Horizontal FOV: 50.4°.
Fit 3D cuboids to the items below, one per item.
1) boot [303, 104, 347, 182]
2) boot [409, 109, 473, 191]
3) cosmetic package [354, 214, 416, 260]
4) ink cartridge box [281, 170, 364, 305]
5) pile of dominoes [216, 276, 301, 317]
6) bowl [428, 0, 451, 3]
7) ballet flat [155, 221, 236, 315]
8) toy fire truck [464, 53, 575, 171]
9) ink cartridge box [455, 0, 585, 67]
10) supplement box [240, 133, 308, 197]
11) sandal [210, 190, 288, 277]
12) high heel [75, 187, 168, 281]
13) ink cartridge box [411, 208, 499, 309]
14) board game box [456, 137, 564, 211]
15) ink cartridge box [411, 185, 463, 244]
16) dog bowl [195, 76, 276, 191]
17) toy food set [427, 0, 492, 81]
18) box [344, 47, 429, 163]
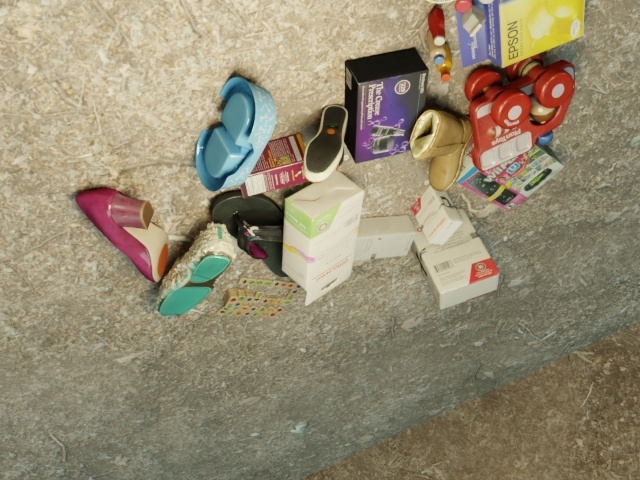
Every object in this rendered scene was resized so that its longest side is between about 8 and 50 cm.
[{"bbox_3d":[0.016,-0.197,1.716,0.088,0.244,0.176,13,142,8],"label":"boot"},{"bbox_3d":[0.305,-0.234,1.810,0.269,0.089,0.236,-15,126,-57],"label":"boot"},{"bbox_3d":[0.173,-0.007,2.131,0.230,0.086,0.117,-5,140,-18],"label":"cosmetic package"},{"bbox_3d":[0.000,0.000,1.954,0.207,0.119,0.354,-31,145,-32],"label":"ink cartridge box"},{"bbox_3d":[-0.200,0.205,2.246,0.251,0.040,0.196,7,134,-31],"label":"pile of dominoes"},{"bbox_3d":[0.265,-0.606,1.458,0.170,0.080,0.170,-12,141,-10],"label":"bowl"},{"bbox_3d":[-0.355,0.080,1.939,0.146,0.147,0.409,10,145,-34],"label":"ballet flat"},{"bbox_3d":[0.526,-0.337,1.786,0.302,0.169,0.254,-25,133,-6],"label":"toy fire truck"},{"bbox_3d":[0.478,-0.565,1.619,0.307,0.072,0.304,-24,142,1],"label":"ink cartridge box"},{"bbox_3d":[-0.125,-0.193,1.751,0.188,0.104,0.081,-16,142,-6],"label":"supplement box"},{"bbox_3d":[-0.148,0.000,1.969,0.167,0.107,0.446,-31,141,13],"label":"sandal"},{"bbox_3d":[-0.519,-0.012,1.820,0.181,0.127,0.377,11,144,5],"label":"high heel"},{"bbox_3d":[0.419,0.055,2.169,0.196,0.273,0.114,-19,146,-3],"label":"ink cartridge box"},{"bbox_3d":[0.549,-0.227,2.034,0.303,0.098,0.224,21,126,-40],"label":"board game box"},{"bbox_3d":[0.355,-0.076,2.077,0.063,0.151,0.109,9,133,-33],"label":"ink cartridge box"},{"bbox_3d":[-0.201,-0.246,1.616,0.074,0.166,0.297,-2,139,-41],"label":"dog bowl"},{"bbox_3d":[0.315,-0.486,1.574,0.111,0.105,0.232,14,145,-22],"label":"toy food set"},{"bbox_3d":[0.161,-0.336,1.719,0.184,0.103,0.261,-16,142,-11],"label":"box"}]
